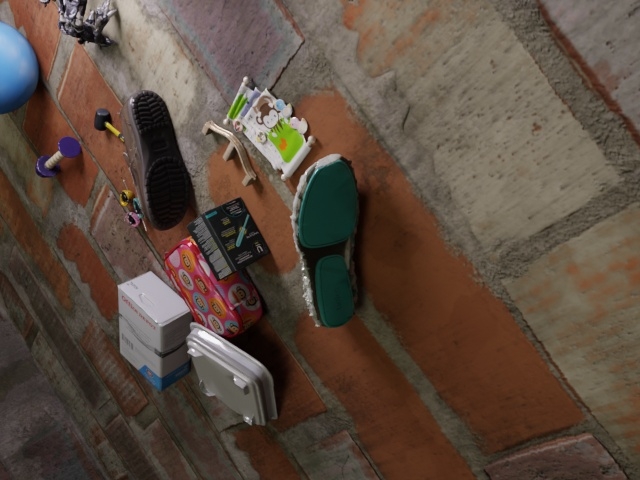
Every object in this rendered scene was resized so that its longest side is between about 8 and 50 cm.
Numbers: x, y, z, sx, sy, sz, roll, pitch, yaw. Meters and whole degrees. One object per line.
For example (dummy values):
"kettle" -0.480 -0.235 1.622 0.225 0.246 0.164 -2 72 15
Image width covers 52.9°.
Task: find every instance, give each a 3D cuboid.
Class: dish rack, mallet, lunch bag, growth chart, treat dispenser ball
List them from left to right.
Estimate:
"treat dispenser ball" -1.017 -0.530 1.968 0.288 0.288 0.288 23 127 35
"mallet" -0.580 -0.313 1.843 0.190 0.039 0.062 34 130 21
"lunch bag" -0.301 0.129 1.749 0.293 0.120 0.258 59 144 -1
"dish rack" -0.256 0.391 1.792 0.286 0.072 0.332 27 147 21
"growth chart" -0.114 -0.248 1.413 0.237 0.021 0.172 46 136 16

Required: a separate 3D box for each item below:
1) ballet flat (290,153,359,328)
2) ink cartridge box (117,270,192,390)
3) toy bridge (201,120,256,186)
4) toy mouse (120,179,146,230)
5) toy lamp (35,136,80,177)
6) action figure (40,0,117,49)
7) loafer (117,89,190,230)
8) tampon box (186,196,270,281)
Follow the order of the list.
"ballet flat" 0.000 0.000 1.362 0.147 0.147 0.408 22 125 36
"ink cartridge box" -0.528 0.289 2.051 0.223 0.129 0.307 35 133 27
"toy bridge" -0.210 -0.213 1.525 0.188 0.026 0.063 51 137 11
"toy mouse" -0.554 -0.086 1.942 0.143 0.031 0.161 47 138 16
"toy lamp" -0.883 -0.269 2.138 0.275 0.080 0.080 -19 97 50
"action figure" -0.605 -0.583 1.632 0.164 0.140 0.275 22 176 -1
"loafer" -0.444 -0.208 1.703 0.130 0.134 0.365 4 105 49
"tampon box" -0.227 -0.002 1.588 0.101 0.120 0.161 -28 90 49
